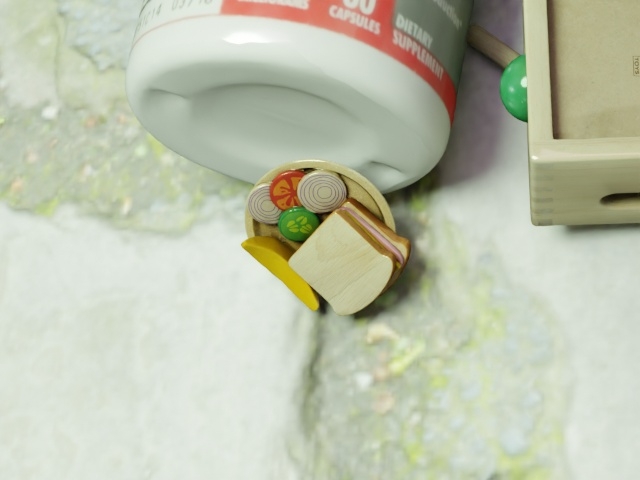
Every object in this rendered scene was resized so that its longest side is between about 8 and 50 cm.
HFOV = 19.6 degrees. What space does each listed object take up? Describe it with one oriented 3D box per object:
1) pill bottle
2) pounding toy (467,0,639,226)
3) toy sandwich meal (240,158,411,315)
[{"bbox_3d":[0.008,-0.180,0.938,0.161,0.161,0.283,3,67,20],"label":"pill bottle"},{"bbox_3d":[0.139,-0.074,0.893,0.141,0.100,0.130,-2,65,6],"label":"pounding toy"},{"bbox_3d":[0.000,0.000,0.908,0.085,0.085,0.029,-4,28,17],"label":"toy sandwich meal"}]
